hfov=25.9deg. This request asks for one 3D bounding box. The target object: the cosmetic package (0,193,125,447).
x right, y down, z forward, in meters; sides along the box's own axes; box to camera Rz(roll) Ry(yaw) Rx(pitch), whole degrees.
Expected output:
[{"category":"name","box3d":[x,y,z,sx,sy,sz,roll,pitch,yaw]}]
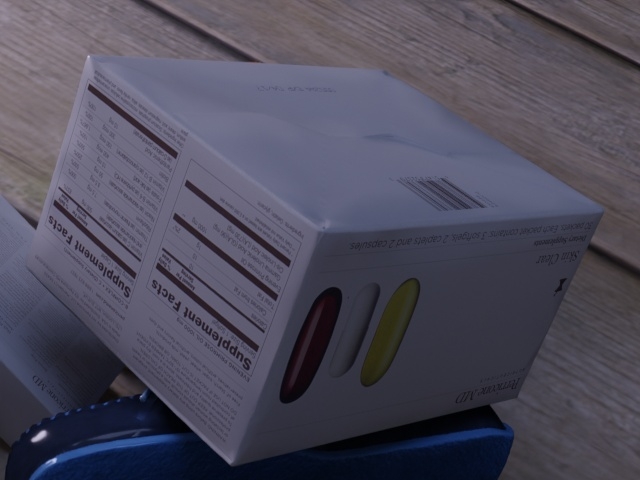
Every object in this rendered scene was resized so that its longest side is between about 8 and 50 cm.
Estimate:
[{"category":"cosmetic package","box3d":[-0.230,0.020,0.879,0.239,0.060,0.099,48,36,-10]}]

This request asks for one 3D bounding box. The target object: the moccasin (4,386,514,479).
[{"category":"moccasin","box3d":[-0.041,0.132,0.866,0.342,0.138,0.117,5,33,-37]}]

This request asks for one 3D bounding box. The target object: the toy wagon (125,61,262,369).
[{"category":"toy wagon","box3d":[-0.066,-0.022,1.070,0.267,0.068,0.344,23,38,8]}]

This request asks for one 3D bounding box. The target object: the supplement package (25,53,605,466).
[{"category":"supplement package","box3d":[0.000,0.000,0.834,0.261,0.145,0.204,-5,35,-47]}]
